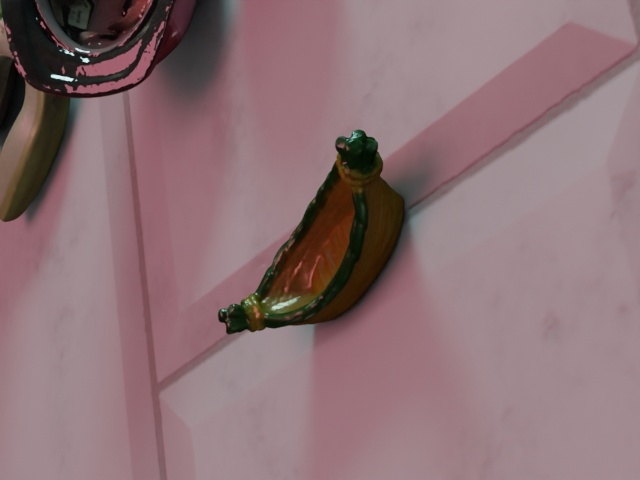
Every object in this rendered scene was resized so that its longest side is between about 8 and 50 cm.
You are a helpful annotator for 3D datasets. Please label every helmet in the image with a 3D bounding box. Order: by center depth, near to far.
[{"bbox_3d":[-0.201,-0.263,1.520,0.198,0.154,0.253,0,91,17],"label":"helmet"}]

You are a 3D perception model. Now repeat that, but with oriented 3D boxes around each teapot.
[{"bbox_3d":[-0.440,-0.209,1.769,0.239,0.239,0.322,-53,43,31],"label":"teapot"}]

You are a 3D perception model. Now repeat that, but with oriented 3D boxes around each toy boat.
[{"bbox_3d":[0.000,0.000,1.220,0.229,0.088,0.089,-54,42,34],"label":"toy boat"}]
